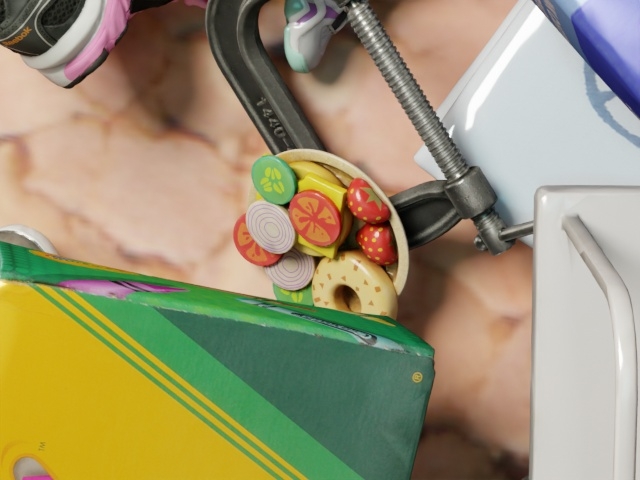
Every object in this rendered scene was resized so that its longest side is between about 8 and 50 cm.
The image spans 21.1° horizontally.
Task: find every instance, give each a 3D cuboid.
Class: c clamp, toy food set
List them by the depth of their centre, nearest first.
[{"bbox_3d":[0.024,-0.055,0.698,0.161,0.022,0.137,54,140,-6],"label":"c clamp"},{"bbox_3d":[0.000,0.000,0.723,0.082,0.020,0.083,25,130,22],"label":"toy food set"}]

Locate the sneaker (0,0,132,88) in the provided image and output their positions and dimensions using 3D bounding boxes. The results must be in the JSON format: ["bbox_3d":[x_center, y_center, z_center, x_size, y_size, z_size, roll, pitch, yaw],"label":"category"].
[{"bbox_3d":[-0.127,-0.154,0.703,0.072,0.077,0.178,-31,60,27],"label":"sneaker"}]

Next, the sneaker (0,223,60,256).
[{"bbox_3d":[-0.167,0.063,0.745,0.061,0.065,0.158,35,97,8],"label":"sneaker"}]

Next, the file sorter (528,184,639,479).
[{"bbox_3d":[0.215,0.089,0.574,0.277,0.173,0.193,0,100,3],"label":"file sorter"}]

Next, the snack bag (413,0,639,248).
[{"bbox_3d":[0.264,-0.066,0.691,0.342,0.037,0.323,36,97,5],"label":"snack bag"}]

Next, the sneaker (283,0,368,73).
[{"bbox_3d":[0.026,-0.113,0.726,0.069,0.038,0.098,16,94,9],"label":"sneaker"}]

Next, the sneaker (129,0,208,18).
[{"bbox_3d":[-0.082,-0.115,0.734,0.119,0.057,0.047,-14,90,10],"label":"sneaker"}]

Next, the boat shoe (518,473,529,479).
[{"bbox_3d":[0.099,0.143,0.711,0.183,0.065,0.083,-29,95,11],"label":"boat shoe"}]

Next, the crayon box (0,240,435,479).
[{"bbox_3d":[-0.072,0.153,0.657,0.165,0.081,0.278,11,96,-14],"label":"crayon box"}]

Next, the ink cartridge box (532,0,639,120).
[{"bbox_3d":[0.147,-0.210,0.611,0.270,0.151,0.395,-42,75,11],"label":"ink cartridge box"}]
